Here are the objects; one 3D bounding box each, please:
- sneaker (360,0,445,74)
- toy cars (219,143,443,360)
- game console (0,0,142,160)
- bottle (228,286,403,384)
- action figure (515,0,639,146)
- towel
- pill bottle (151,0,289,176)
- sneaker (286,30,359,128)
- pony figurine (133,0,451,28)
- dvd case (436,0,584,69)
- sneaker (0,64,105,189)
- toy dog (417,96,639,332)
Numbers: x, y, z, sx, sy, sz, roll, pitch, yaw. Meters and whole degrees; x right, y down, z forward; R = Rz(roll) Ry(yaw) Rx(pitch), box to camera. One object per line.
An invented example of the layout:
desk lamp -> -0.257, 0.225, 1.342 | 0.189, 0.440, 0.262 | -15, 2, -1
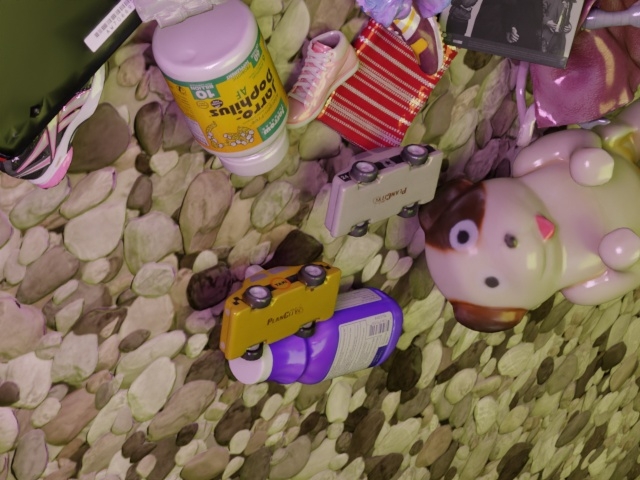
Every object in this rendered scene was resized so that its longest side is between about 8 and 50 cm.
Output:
sneaker -> 0.093, -0.280, 1.865 | 0.083, 0.069, 0.186 | -23, 117, -7
toy cars -> 0.000, 0.000, 1.994 | 0.394, 0.087, 0.176 | -49, 146, -6
game console -> -0.264, -0.305, 1.357 | 0.386, 0.060, 0.342 | -49, 135, -8
bottle -> -0.006, 0.140, 2.114 | 0.282, 0.092, 0.118 | -12, 129, -46
action figure -> 0.325, -0.341, 2.080 | 0.275, 0.248, 0.370 | -18, 139, 22
towel -> 0.113, -0.243, 1.977 | 0.275, 0.031, 0.199 | -57, 146, 4
pill bottle -> -0.102, -0.166, 1.693 | 0.117, 0.117, 0.208 | -44, 146, -16
sneaker -> -0.010, -0.201, 1.843 | 0.134, 0.051, 0.070 | -47, 145, -17
pony figurine -> -0.031, -0.324, 1.299 | 0.303, 0.363, 0.351 | -47, 149, -12
dvd case -> 0.253, -0.347, 1.908 | 0.179, 0.029, 0.239 | 11, 107, -8
sneaker -> -0.279, -0.136, 1.544 | 0.077, 0.072, 0.178 | 8, 108, -43
toy dog -> 0.335, -0.032, 2.252 | 0.407, 0.395, 0.285 | -20, 99, -35
